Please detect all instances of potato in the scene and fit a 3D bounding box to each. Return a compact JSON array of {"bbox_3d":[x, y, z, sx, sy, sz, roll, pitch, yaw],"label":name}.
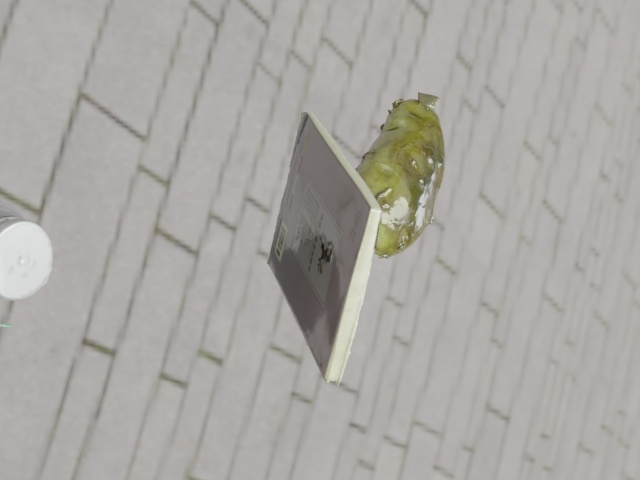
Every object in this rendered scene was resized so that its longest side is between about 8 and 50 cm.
[{"bbox_3d":[0.091,-0.074,1.681,0.117,0.090,0.225,69,34,-41],"label":"potato"}]

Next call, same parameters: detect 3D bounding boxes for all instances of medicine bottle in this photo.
[{"bbox_3d":[-0.360,0.005,1.485,0.107,0.191,0.107,-15,110,-47],"label":"medicine bottle"}]

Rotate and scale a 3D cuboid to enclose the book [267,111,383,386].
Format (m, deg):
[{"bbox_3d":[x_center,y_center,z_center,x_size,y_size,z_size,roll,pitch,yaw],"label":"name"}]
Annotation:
[{"bbox_3d":[0.000,0.000,1.005,0.014,0.181,0.127,6,112,-18],"label":"book"}]

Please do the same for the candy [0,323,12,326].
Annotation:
[{"bbox_3d":[-0.356,0.081,1.503,0.023,0.083,0.025,118,-30,-49],"label":"candy"}]
